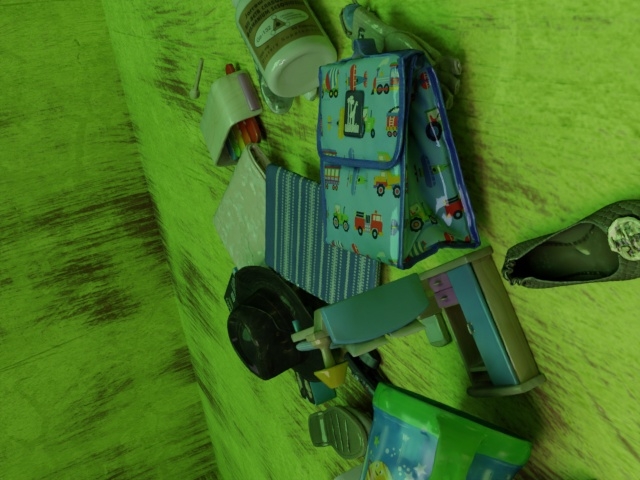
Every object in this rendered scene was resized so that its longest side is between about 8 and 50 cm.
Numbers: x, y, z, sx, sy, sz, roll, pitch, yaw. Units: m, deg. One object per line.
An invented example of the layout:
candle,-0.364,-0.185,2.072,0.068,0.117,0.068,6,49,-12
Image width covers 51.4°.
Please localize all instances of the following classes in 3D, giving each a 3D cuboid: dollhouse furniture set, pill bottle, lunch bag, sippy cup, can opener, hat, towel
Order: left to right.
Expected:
towel,-0.141,-0.011,1.561,0.317,0.053,0.332,60,145,17
hat,-0.120,0.223,1.500,0.331,0.134,0.331,32,144,27
pill bottle,-0.075,-0.376,1.159,0.229,0.131,0.131,63,156,20
towel,0.000,0.000,1.304,0.336,0.040,0.243,27,125,42
can opener,0.108,0.285,1.335,0.186,0.059,0.073,55,152,35
lunch bag,0.089,-0.132,0.924,0.221,0.138,0.294,18,120,62
dollhouse furniture set,0.100,0.167,0.950,0.198,0.303,0.286,70,157,7
sippy cup,0.153,0.348,0.947,0.240,0.305,0.224,14,79,44

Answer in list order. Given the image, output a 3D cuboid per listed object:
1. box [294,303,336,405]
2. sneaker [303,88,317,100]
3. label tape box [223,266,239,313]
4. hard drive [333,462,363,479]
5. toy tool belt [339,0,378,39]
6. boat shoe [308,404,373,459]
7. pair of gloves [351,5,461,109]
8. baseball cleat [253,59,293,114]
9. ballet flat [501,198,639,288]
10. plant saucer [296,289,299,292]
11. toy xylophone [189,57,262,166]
box,-0.036,0.279,1.657,0.100,0.060,0.245,2,109,66
sneaker,-0.055,-0.320,1.251,0.152,0.061,0.054,61,153,20
label tape box,-0.176,0.234,1.876,0.249,0.115,0.348,64,155,17
hard drive,0.191,0.470,1.090,0.318,0.210,0.040,43,145,49
toy tool belt,0.061,-0.323,0.994,0.083,0.052,0.051,62,164,21
boat shoe,0.067,0.412,1.470,0.302,0.103,0.113,155,109,-68
pair of gloves,0.118,-0.197,0.965,0.204,0.042,0.240,45,152,37
baseball cleat,-0.101,-0.353,1.342,0.109,0.072,0.206,-161,60,-79
ballet flat,0.281,0.016,0.739,0.250,0.058,0.084,-25,84,67
plant saucer,-0.094,0.019,1.624,0.241,0.037,0.241,46,147,44
toy xylophone,-0.239,-0.316,1.641,0.322,0.081,0.236,-25,84,67
